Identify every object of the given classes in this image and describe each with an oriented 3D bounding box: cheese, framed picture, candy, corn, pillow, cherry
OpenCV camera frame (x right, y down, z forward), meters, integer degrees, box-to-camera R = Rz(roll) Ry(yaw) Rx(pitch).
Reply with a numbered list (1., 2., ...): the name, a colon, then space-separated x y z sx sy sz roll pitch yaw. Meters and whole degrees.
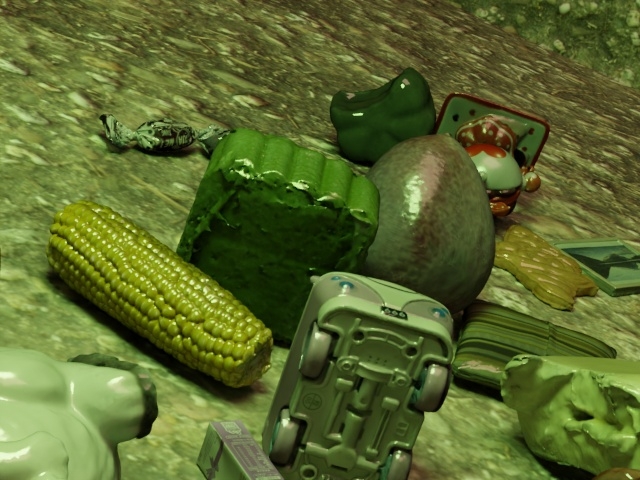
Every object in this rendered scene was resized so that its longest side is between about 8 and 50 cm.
1. cheese: 0.320 0.185 1.252 0.233 0.127 0.266 7 -3 -25
2. framed picture: 0.466 0.038 1.935 0.203 0.015 0.150 -3 31 -42
3. candy: -0.219 -0.151 1.774 0.226 0.051 0.094 2 18 -40
4. corn: -0.183 0.050 1.285 0.310 0.101 0.101 34 27 28
5. pillow: 0.266 0.144 1.489 0.208 0.052 0.212 18 22 4
6. cherry: 0.122 -0.004 1.511 0.184 0.266 0.213 17 -1 30

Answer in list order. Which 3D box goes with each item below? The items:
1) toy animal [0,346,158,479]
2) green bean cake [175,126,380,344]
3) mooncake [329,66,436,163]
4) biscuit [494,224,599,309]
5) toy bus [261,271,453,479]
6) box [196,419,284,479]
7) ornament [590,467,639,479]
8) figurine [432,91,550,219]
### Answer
1. toy animal: -0.277 0.178 0.791 0.258 0.193 0.357 -10 -2 38
2. green bean cake: -0.052 0.001 1.355 0.200 0.214 0.113 21 28 -3
3. mooncake: 0.101 -0.204 1.987 0.168 0.175 0.104 37 25 1
4. biscuit: 0.327 0.033 1.822 0.162 0.035 0.250 17 21 -16
5. toy bus: 0.034 0.131 1.140 0.142 0.202 0.142 18 20 -4
6. box: -0.066 0.211 1.077 0.036 0.050 0.117 1 27 -34
7. ornament: 0.334 0.284 1.032 0.218 0.221 0.235 5 35 -41
8. figurine: 0.262 -0.101 1.943 0.183 0.160 0.226 17 32 -4
